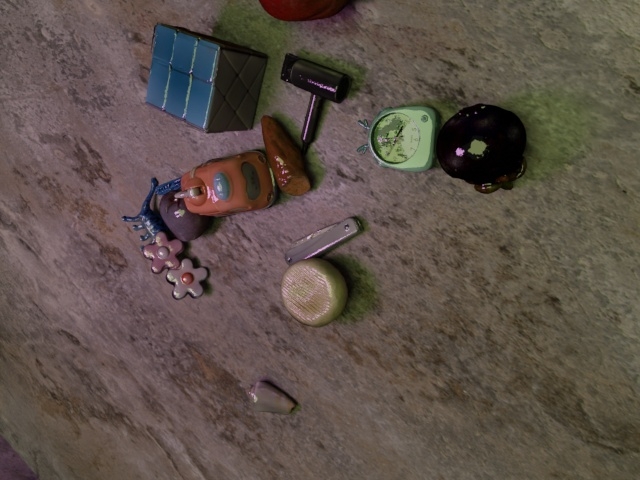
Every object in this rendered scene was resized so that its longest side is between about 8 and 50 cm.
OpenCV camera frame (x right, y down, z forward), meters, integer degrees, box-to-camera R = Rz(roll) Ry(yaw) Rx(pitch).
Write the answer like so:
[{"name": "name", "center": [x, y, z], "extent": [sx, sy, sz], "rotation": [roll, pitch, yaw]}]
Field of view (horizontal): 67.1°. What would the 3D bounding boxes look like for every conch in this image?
[{"name": "conch", "center": [-0.168, 0.528, 1.606], "extent": [0.176, 0.094, 0.104], "rotation": [12, 95, -3]}]

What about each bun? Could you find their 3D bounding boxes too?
[{"name": "bun", "center": [-0.010, 0.145, 1.396], "extent": [0.222, 0.127, 0.222], "rotation": [11, 107, 38]}]

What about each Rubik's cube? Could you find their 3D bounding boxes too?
[{"name": "Rubik's cube", "center": [-0.318, -0.446, 1.346], "extent": [0.224, 0.221, 0.231], "rotation": [25, 113, 19]}]

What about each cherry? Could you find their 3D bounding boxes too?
[{"name": "cherry", "center": [-0.427, -0.083, 1.542], "extent": [0.176, 0.140, 0.176], "rotation": [27, 142, 24]}]

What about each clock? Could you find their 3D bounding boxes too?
[{"name": "clock", "center": [0.192, -0.260, 1.219], "extent": [0.211, 0.066, 0.159], "rotation": [11, 107, 25]}]

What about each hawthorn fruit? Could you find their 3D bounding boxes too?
[{"name": "hawthorn fruit", "center": [-0.037, -0.646, 1.149], "extent": [0.262, 0.258, 0.258], "rotation": [-14, 97, 66]}]

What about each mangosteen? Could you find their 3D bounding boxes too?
[{"name": "mangosteen", "center": [0.369, -0.193, 1.091], "extent": [0.194, 0.194, 0.230], "rotation": [-14, 121, 29]}]

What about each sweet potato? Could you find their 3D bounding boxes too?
[{"name": "sweet potato", "center": [-0.106, -0.244, 1.361], "extent": [0.097, 0.097, 0.252], "rotation": [-26, 86, 30]}]

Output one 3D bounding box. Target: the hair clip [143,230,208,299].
[{"name": "hair clip", "center": [-0.486, 0.088, 1.630], "extent": [0.146, 0.075, 0.257], "rotation": [-39, 98, -1]}]

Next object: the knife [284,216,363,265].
[{"name": "knife", "center": [0.002, 0.003, 1.397], "extent": [0.265, 0.040, 0.073], "rotation": [-27, 79, 30]}]

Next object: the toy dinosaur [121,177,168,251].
[{"name": "toy dinosaur", "center": [-0.588, -0.041, 1.668], "extent": [0.144, 0.076, 0.329], "rotation": [-16, 94, -3]}]

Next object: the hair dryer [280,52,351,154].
[{"name": "hair dryer", "center": [-0.042, -0.359, 1.319], "extent": [0.195, 0.078, 0.248], "rotation": [27, 119, 21]}]

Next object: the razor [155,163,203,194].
[{"name": "razor", "center": [-0.447, -0.192, 1.581], "extent": [0.253, 0.042, 0.082], "rotation": [-14, 132, 30]}]

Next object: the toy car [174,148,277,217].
[{"name": "toy car", "center": [-0.273, -0.156, 1.394], "extent": [0.270, 0.212, 0.180], "rotation": [-8, 98, 24]}]
